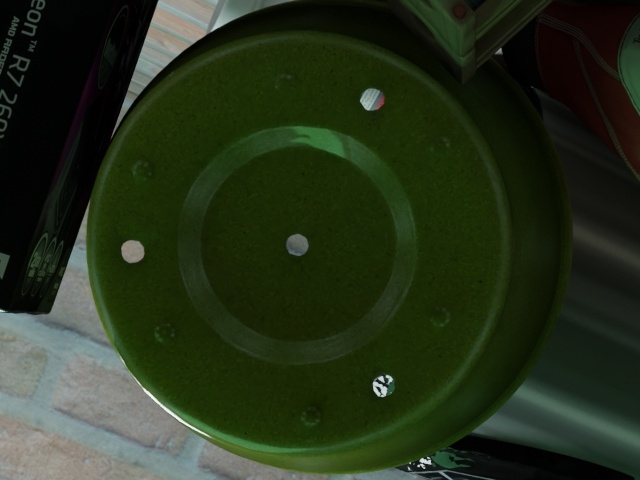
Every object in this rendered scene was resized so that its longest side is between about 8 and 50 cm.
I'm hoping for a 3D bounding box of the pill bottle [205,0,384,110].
[{"bbox_3d":[-0.006,-0.177,1.380,0.180,0.108,0.108,24,175,-12],"label":"pill bottle"}]

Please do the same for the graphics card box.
[{"bbox_3d":[-0.175,-0.135,1.035,0.094,0.370,0.233,20,175,-3],"label":"graphics card box"}]

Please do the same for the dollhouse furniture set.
[{"bbox_3d":[0.061,-0.205,0.835,0.183,0.129,0.129,48,179,9],"label":"dollhouse furniture set"}]

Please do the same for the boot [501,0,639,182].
[{"bbox_3d":[0.230,-0.090,1.155,0.176,0.088,0.244,23,156,49],"label":"boot"}]

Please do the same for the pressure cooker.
[{"bbox_3d":[0.243,0.069,1.465,0.420,0.375,0.370,24,-146,-19],"label":"pressure cooker"}]

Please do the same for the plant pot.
[{"bbox_3d":[0.000,0.000,1.013,0.366,0.366,0.353,23,-178,2],"label":"plant pot"}]
